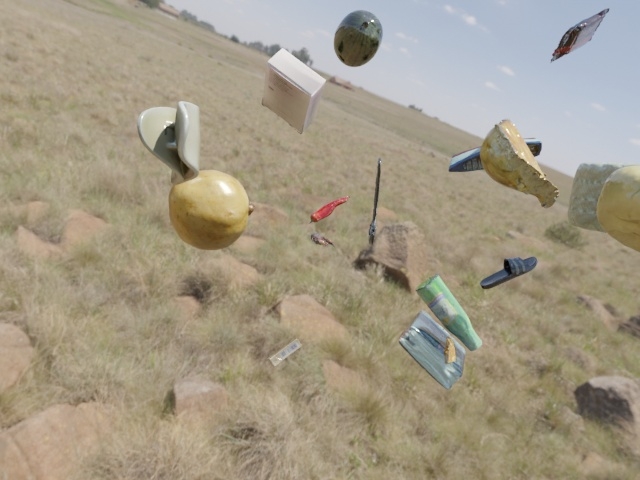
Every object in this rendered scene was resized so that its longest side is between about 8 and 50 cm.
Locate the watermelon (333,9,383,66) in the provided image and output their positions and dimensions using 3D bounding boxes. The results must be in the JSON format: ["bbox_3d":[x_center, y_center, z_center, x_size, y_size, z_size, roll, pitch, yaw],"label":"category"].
[{"bbox_3d":[0.063,-0.337,0.755,0.078,0.078,0.110,19,-12,-13],"label":"watermelon"}]

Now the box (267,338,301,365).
[{"bbox_3d":[-0.088,0.274,1.107,0.024,0.083,0.053,53,-18,4],"label":"box"}]

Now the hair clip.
[{"bbox_3d":[-0.321,-0.233,1.033,0.113,0.173,0.282,0,-3,-2],"label":"hair clip"}]

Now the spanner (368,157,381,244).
[{"bbox_3d":[0.190,-0.125,1.560,0.026,0.326,0.093,8,31,9],"label":"spanner"}]

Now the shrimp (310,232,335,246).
[{"bbox_3d":[0.000,0.001,1.314,0.092,0.029,0.038,19,19,37],"label":"shrimp"}]

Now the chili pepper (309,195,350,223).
[{"bbox_3d":[0.031,-0.110,1.540,0.178,0.027,0.045,-30,33,-11],"label":"chili pepper"}]

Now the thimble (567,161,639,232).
[{"bbox_3d":[0.859,-0.115,1.252,0.291,0.196,0.291,4,10,-1],"label":"thimble"}]

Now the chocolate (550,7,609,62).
[{"bbox_3d":[0.581,-0.462,1.016,0.182,0.086,0.028,-35,64,-24],"label":"chocolate"}]

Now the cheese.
[{"bbox_3d":[0.563,-0.033,0.704,0.225,0.117,0.214,23,3,-31],"label":"cheese"}]

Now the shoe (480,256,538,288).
[{"bbox_3d":[0.545,0.081,1.321,0.049,0.179,0.071,62,4,-10],"label":"shoe"}]

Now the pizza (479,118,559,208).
[{"bbox_3d":[0.361,-0.167,0.884,0.188,0.080,0.204,21,45,-39],"label":"pizza"}]

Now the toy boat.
[{"bbox_3d":[0.439,-0.218,1.156,0.228,0.046,0.080,-11,-30,13],"label":"toy boat"}]

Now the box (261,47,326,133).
[{"bbox_3d":[-0.107,-0.553,1.706,0.203,0.106,0.252,38,-21,4],"label":"box"}]

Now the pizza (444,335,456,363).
[{"bbox_3d":[0.372,0.329,1.329,0.025,0.083,0.078,-1,23,40],"label":"pizza"}]

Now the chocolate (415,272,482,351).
[{"bbox_3d":[0.467,0.264,1.627,0.291,0.110,0.110,53,24,7],"label":"chocolate"}]

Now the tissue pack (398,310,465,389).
[{"bbox_3d":[0.401,0.379,1.619,0.228,0.103,0.315,45,14,12],"label":"tissue pack"}]

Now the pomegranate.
[{"bbox_3d":[-0.398,-0.113,1.608,0.307,0.308,0.307,21,18,-7],"label":"pomegranate"}]
